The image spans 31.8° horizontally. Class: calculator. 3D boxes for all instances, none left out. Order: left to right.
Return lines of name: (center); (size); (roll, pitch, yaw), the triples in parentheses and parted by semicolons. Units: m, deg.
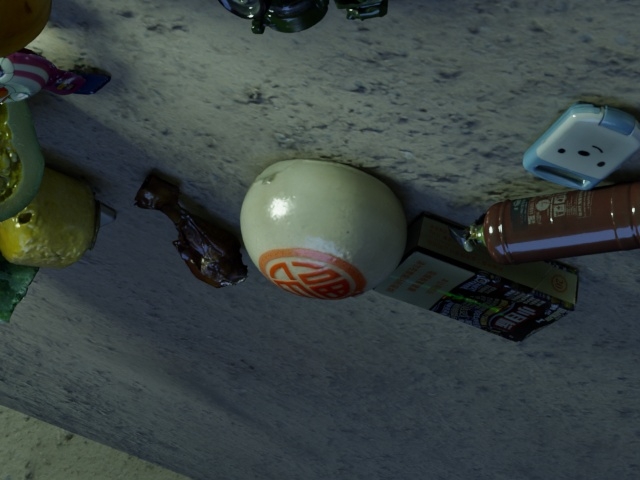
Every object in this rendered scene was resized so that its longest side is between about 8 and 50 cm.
calculator: (0.372, -0.131, 1.590); (0.121, 0.039, 0.210); (20, 154, -10)

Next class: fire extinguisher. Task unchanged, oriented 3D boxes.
fire extinguisher: (0.346, -0.027, 1.735); (0.344, 0.138, 0.102); (-8, 113, 28)

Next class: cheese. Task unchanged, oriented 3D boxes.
cheese: (-0.434, -0.241, 1.665); (0.244, 0.062, 0.155); (3, 164, -37)

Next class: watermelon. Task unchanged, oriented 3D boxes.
watermelon: (-0.680, 0.030, 2.146); (0.302, 0.264, 0.151); (-7, 147, 40)

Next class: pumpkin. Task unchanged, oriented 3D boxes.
pumpkin: (-0.603, -0.149, 1.739); (0.263, 0.293, 0.197); (-19, -176, -43)

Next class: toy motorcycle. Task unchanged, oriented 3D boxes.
toy motorcycle: (0.005, -0.317, 1.296); (0.275, 0.127, 0.205); (7, 150, 19)

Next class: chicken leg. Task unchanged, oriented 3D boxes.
chicken leg: (-0.233, -0.021, 2.045); (0.113, 0.093, 0.304); (-18, 135, 18)

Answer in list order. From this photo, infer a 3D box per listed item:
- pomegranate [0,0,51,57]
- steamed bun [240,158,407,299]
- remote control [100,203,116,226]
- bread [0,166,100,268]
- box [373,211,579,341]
pomegranate: (-0.442, -0.327, 1.375); (0.233, 0.233, 0.233); (11, 153, 5)
steamed bun: (0.000, 0.000, 1.860); (0.283, 0.177, 0.283); (10, 153, 5)
remote control: (-0.493, -0.031, 2.200); (0.067, 0.029, 0.261); (32, 146, -33)
bread: (-0.496, -0.047, 2.010); (0.170, 0.197, 0.197); (14, 156, -29)
box: (0.269, 0.070, 1.979); (0.310, 0.084, 0.198); (20, 152, -13)
